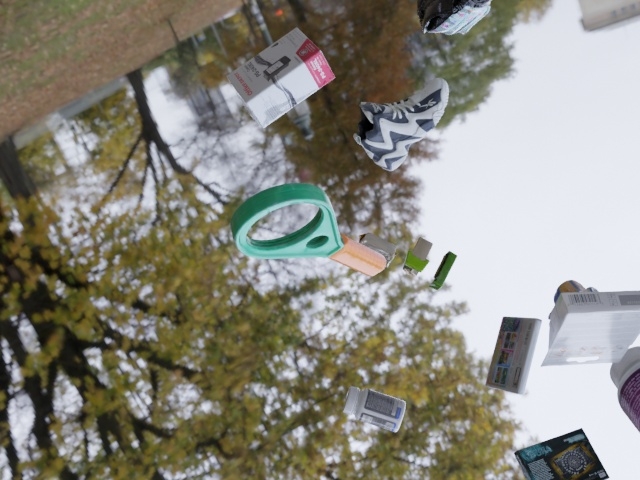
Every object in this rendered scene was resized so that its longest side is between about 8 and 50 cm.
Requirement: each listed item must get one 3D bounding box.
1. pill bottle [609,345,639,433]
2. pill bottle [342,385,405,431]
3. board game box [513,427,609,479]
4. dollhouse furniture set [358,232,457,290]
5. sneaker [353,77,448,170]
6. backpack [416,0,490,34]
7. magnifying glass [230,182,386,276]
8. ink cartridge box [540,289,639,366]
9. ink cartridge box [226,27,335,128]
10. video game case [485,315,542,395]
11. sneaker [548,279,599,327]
[{"bbox_3d":[0.770,0.367,1.743,0.169,0.169,0.301,-23,-153,3],"label":"pill bottle"},{"bbox_3d":[0.127,0.398,1.861,0.137,0.078,0.078,19,-153,2],"label":"pill bottle"},{"bbox_3d":[0.546,0.509,1.772,0.186,0.126,0.026,-12,150,-20],"label":"board game box"},{"bbox_3d":[0.133,0.016,1.226,0.059,0.151,0.076,-62,177,-17],"label":"dollhouse furniture set"},{"bbox_3d":[0.164,-0.283,1.717,0.235,0.153,0.094,-49,-147,18],"label":"sneaker"},{"bbox_3d":[0.272,-0.488,1.581,0.115,0.152,0.182,5,161,-21],"label":"backpack"},{"bbox_3d":[0.000,0.000,0.757,0.092,0.026,0.231,-34,153,20],"label":"magnifying glass"},{"bbox_3d":[0.560,0.183,1.613,0.181,0.225,0.056,-2,-125,-3],"label":"ink cartridge box"},{"bbox_3d":[-0.069,-0.272,1.306,0.150,0.063,0.109,-35,-137,-1],"label":"ink cartridge box"},{"bbox_3d":[0.399,0.235,1.624,0.143,0.019,0.157,165,-57,-75],"label":"video game case"},{"bbox_3d":[0.580,0.174,1.792,0.131,0.112,0.296,-41,151,20],"label":"sneaker"}]
